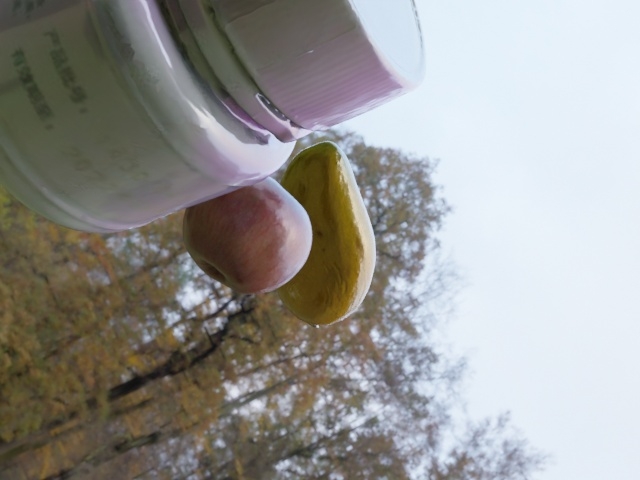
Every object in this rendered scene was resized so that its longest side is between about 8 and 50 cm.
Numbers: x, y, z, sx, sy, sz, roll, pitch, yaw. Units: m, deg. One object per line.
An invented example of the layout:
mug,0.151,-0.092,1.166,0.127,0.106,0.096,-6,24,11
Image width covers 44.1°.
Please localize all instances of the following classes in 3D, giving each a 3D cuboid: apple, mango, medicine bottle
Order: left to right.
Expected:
medicine bottle,-0.096,-0.153,0.599,0.302,0.241,0.241,-18,-84,24
apple,-0.087,-0.006,0.906,0.153,0.120,0.153,30,-23,14
mango,0.000,0.000,1.186,0.176,0.119,0.316,17,-59,34
